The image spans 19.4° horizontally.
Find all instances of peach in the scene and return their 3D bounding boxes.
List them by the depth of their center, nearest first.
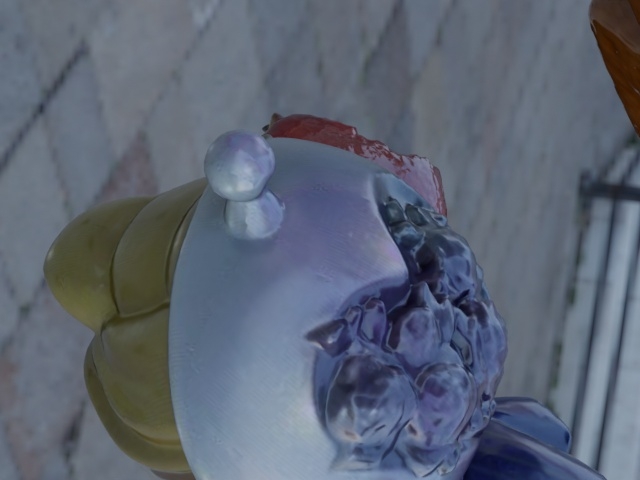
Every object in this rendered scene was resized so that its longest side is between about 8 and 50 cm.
[{"bbox_3d":[0.004,0.006,1.041,0.151,0.118,0.151,20,90,-76],"label":"peach"}]

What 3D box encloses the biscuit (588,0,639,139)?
[{"bbox_3d":[0.154,0.038,0.336,0.043,0.306,0.284,-36,138,-3],"label":"biscuit"}]

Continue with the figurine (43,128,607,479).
[{"bbox_3d":[0.030,0.084,0.621,0.274,0.133,0.194,57,43,-7],"label":"figurine"}]
